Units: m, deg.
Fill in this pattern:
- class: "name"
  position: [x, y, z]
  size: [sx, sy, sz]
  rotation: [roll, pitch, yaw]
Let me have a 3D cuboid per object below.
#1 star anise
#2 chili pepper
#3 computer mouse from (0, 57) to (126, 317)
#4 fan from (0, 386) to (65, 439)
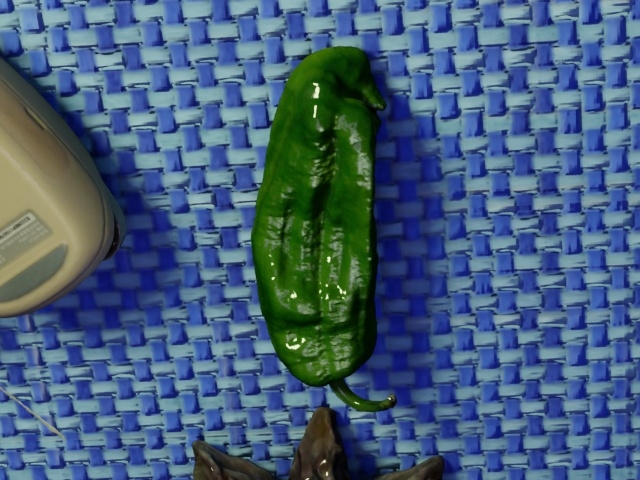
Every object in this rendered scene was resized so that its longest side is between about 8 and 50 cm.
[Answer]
- class: "star anise"
  position: [-0.009, 0.247, 1.375]
  size: [0.236, 0.109, 0.223]
  rotation: [-15, 124, 12]
- class: "chili pepper"
  position: [0.004, -0.002, 1.233]
  size: [0.100, 0.074, 0.257]
  rotation: [2, 121, 4]
- class: "computer mouse"
  position: [-0.238, -0.052, 1.217]
  size: [0.145, 0.082, 0.236]
  rotation: [-35, 115, 24]
- class: "fan"
  position: [-0.291, 0.037, 1.260]
  size: [0.310, 0.010, 0.182]
  rotation: [41, 148, -8]
